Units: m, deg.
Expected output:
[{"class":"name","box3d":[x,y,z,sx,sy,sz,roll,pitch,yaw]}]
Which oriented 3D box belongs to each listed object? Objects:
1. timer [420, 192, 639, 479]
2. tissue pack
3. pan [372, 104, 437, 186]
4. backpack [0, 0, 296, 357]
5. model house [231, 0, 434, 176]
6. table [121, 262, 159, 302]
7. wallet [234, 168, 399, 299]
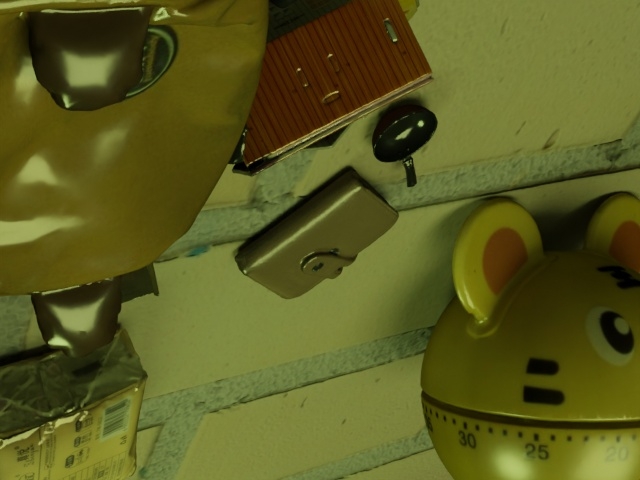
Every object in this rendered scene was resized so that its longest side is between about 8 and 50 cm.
[{"class":"timer","box3d":[0.291,0.137,1.407,0.376,0.376,0.387,-2,97,-41]},{"class":"tissue pack","box3d":[-0.270,0.197,1.180,0.186,0.090,0.222,-19,150,-25]},{"class":"pan","box3d":[0.079,-0.091,1.123,0.068,0.023,0.115,-27,148,-9]},{"class":"backpack","box3d":[-0.207,-0.091,0.680,0.378,0.201,0.353,-15,147,-23]},{"class":"model house","box3d":[0.009,-0.125,0.891,0.219,0.136,0.207,-26,149,-9]},{"class":"table","box3d":[-0.189,0.011,0.990,0.082,0.070,0.083,-19,150,-13]},{"class":"wallet","box3d":[0.000,0.000,1.180,0.152,0.039,0.118,-39,148,11]}]
